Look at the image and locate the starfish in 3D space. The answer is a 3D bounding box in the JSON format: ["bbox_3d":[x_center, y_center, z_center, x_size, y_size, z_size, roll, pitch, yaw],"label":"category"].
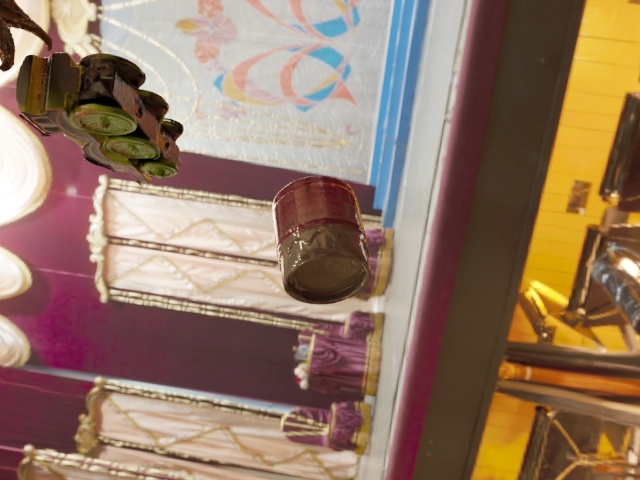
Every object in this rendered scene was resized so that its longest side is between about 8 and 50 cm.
[{"bbox_3d":[-0.415,-0.298,0.744,0.240,0.043,0.227,36,-150,-59],"label":"starfish"}]

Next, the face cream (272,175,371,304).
[{"bbox_3d":[0.000,0.000,1.195,0.175,0.175,0.194,93,170,-51],"label":"face cream"}]

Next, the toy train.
[{"bbox_3d":[-0.305,-0.169,0.914,0.296,0.161,0.100,68,-158,-73],"label":"toy train"}]
